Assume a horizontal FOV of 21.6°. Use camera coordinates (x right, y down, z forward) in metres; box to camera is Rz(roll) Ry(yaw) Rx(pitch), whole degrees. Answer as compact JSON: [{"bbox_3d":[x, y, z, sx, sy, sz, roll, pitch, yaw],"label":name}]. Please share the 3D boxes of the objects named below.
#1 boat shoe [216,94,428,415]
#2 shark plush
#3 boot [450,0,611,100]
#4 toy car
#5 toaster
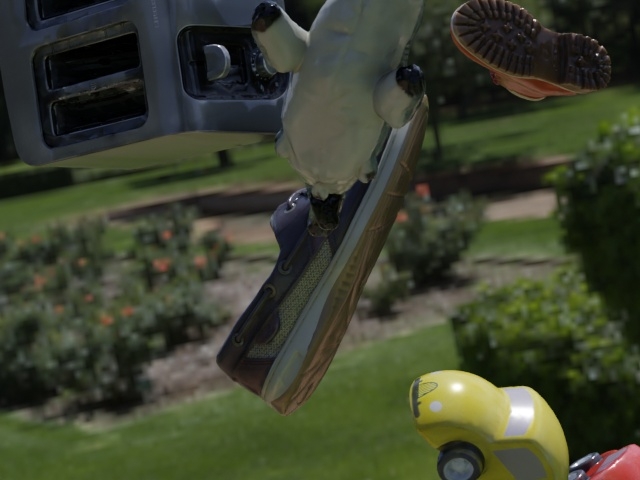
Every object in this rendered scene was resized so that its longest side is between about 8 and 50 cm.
[{"bbox_3d":[0.000,0.000,1.370,0.092,0.285,0.103,25,7,11],"label":"boat shoe"},{"bbox_3d":[0.020,-0.054,0.705,0.073,0.161,0.067,17,48,18],"label":"shark plush"},{"bbox_3d":[0.156,-0.152,1.396,0.158,0.059,0.084,18,-16,-33],"label":"boot"},{"bbox_3d":[0.152,0.174,0.844,0.053,0.225,0.239,-36,-37,20],"label":"toy car"},{"bbox_3d":[-0.117,-0.136,1.072,0.185,0.168,0.110,-9,-4,37],"label":"toaster"}]
